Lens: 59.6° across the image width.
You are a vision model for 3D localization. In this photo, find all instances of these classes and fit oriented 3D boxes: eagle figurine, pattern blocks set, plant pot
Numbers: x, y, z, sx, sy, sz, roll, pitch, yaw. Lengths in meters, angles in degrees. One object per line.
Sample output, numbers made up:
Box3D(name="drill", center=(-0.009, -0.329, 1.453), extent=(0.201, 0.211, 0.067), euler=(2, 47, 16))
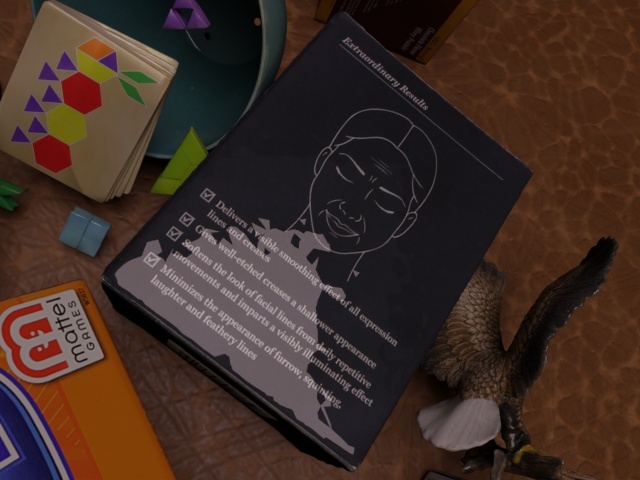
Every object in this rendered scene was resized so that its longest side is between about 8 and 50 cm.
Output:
Box3D(name="eagle figurine", center=(0.231, 0.133, 0.693), extent=(0.226, 0.225, 0.299), euler=(6, 79, 2))
Box3D(name="pattern blocks set", center=(-0.247, -0.143, 0.586), extent=(0.285, 0.026, 0.325), euler=(39, 110, -20))
Box3D(name="plant pot", center=(-0.156, -0.265, 0.668), extent=(0.290, 0.290, 0.195), euler=(44, 33, -2))

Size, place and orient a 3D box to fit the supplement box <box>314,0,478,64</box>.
Box3D(name="supplement box", center=(0.119, -0.388, 0.801), extent=(0.194, 0.191, 0.129), euler=(18, 72, -11))

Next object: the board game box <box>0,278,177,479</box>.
Box3D(name="board game box", center=(-0.305, 0.289, 0.339), extent=(0.356, 0.356, 0.357), euler=(-20, 81, -54))

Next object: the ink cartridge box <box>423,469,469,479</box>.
Box3D(name="ink cartridge box", center=(0.160, 0.408, 0.564), extent=(0.151, 0.270, 0.396), euler=(39, 69, -8))

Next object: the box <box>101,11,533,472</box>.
Box3D(name="box", center=(0.000, 0.000, 0.654), extent=(0.293, 0.212, 0.396), euler=(39, 69, -4))
